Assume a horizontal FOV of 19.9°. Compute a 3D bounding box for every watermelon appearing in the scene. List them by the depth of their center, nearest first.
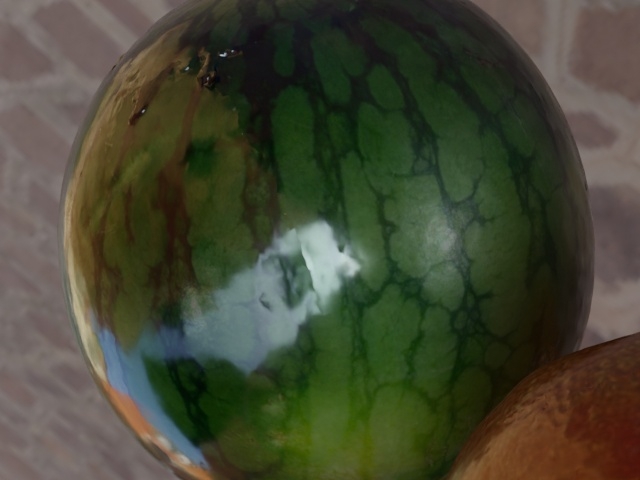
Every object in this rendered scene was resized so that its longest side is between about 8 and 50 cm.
[{"bbox_3d":[0.000,0.000,1.138,0.363,0.363,0.363,30,154,16],"label":"watermelon"}]

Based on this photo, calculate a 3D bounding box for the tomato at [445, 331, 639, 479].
[{"bbox_3d":[0.198,0.177,0.866,0.303,0.303,0.239,44,151,-13],"label":"tomato"}]
